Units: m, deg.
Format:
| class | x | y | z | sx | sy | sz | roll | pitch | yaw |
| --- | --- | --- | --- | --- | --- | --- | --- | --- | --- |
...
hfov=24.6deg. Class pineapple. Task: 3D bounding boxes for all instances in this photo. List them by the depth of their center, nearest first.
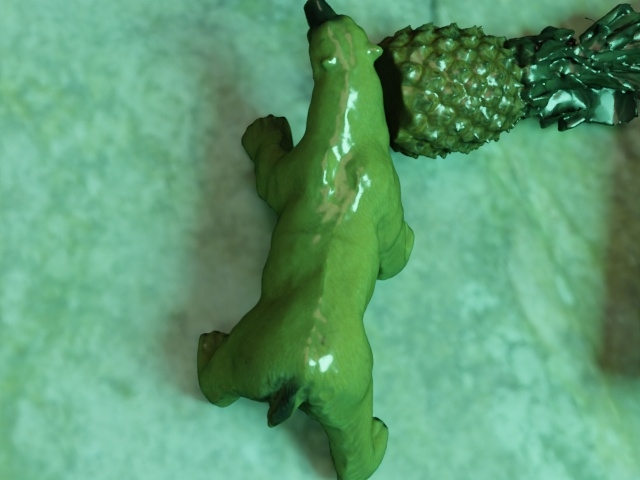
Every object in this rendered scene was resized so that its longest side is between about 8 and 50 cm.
| class | x | y | z | sx | sy | sz | roll | pitch | yaw |
| --- | --- | --- | --- | --- | --- | --- | --- | --- | --- |
| pineapple | 0.107 | -0.086 | 0.765 | 0.159 | 0.074 | 0.074 | -10 | 74 | -15 |

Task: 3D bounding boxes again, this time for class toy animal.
| class | x | y | z | sx | sy | sz | roll | pitch | yaw |
| --- | --- | --- | --- | --- | --- | --- | --- | --- | --- |
| toy animal | 0.000 | 0.000 | 0.710 | 0.103 | 0.101 | 0.218 | 11 | 73 | 1 |
